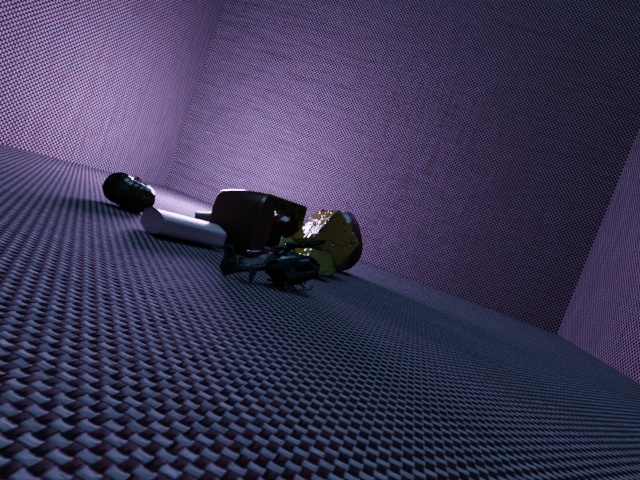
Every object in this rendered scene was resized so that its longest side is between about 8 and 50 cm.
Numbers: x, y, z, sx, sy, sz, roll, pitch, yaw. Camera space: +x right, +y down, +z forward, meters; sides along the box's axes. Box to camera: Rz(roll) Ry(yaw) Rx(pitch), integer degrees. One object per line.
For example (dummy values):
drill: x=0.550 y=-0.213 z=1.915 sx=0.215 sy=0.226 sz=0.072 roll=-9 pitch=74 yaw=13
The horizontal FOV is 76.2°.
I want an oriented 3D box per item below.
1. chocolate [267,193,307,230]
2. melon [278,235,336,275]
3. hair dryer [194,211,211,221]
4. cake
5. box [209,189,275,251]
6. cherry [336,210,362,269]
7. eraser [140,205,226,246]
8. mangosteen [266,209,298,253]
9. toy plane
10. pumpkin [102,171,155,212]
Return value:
chocolate: x=-0.249 y=-0.099 z=2.396 sx=0.300 sy=0.289 sz=0.137 roll=16 pitch=-7 yaw=-42
melon: x=-0.089 y=0.071 z=1.861 sx=0.196 sy=0.124 sz=0.323 roll=24 pitch=-4 yaw=-40
hair dryer: x=-0.677 y=-0.139 z=2.475 sx=0.229 sy=0.092 sz=0.267 roll=8 pitch=-4 yaw=-44
cake: x=0.000 y=0.000 z=2.017 sx=0.286 sy=0.227 sz=0.222 roll=-1 pitch=-51 yaw=54
box: x=-0.340 y=-0.088 z=1.776 sx=0.216 sy=0.301 sz=0.301 roll=14 pitch=3 yaw=2
cherry: x=0.078 y=0.009 z=2.347 sx=0.326 sy=0.335 sz=0.291 roll=-3 pitch=13 yaw=19
eraser: x=-0.512 y=-0.048 z=1.539 sx=0.174 sy=0.095 sz=0.270 roll=23 pitch=5 yaw=41
mangosteen: x=-0.212 y=-0.030 z=2.102 sx=0.215 sy=0.258 sz=0.215 roll=-7 pitch=32 yaw=4
toy plane: x=-0.136 y=0.078 z=1.290 sx=0.381 sy=0.155 sz=0.106 roll=-3 pitch=16 yaw=-32
pumpkin: x=-0.843 y=-0.216 z=1.807 sx=0.223 sy=0.157 sz=0.223 roll=31 pitch=0 yaw=0
